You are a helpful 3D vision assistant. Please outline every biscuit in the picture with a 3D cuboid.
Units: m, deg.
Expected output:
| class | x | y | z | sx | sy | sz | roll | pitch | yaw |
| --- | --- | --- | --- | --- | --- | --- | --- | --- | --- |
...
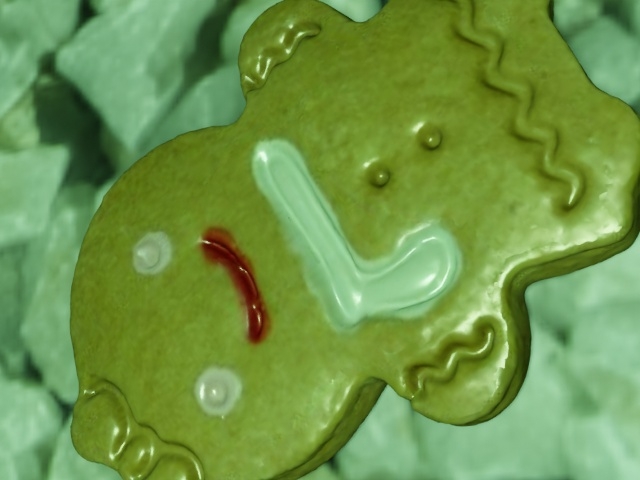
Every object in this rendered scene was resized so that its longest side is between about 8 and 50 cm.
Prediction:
| class | x | y | z | sx | sy | sz | roll | pitch | yaw |
| --- | --- | --- | --- | --- | --- | --- | --- | --- | --- |
| biscuit | -0.002 | 0.000 | 0.577 | 0.249 | 0.035 | 0.184 | -34 | 65 | 17 |
